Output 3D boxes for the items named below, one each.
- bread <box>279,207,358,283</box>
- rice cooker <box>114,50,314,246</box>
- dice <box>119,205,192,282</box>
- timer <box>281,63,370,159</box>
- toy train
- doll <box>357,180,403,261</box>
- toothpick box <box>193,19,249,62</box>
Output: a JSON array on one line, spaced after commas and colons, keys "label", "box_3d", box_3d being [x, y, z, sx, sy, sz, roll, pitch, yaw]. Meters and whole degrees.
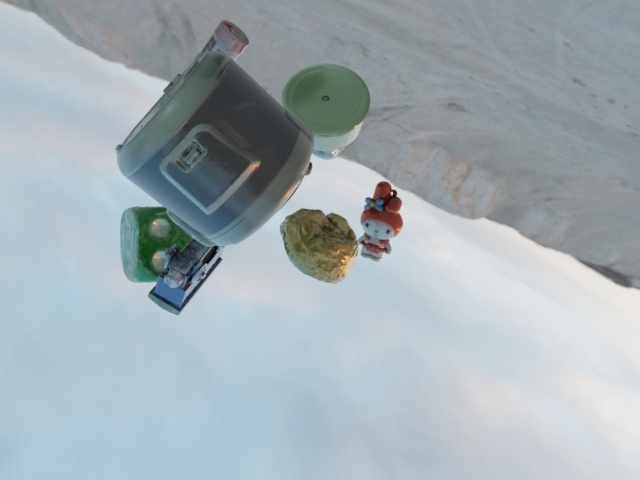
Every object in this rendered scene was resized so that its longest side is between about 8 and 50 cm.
[{"label": "bread", "box_3d": [0.000, 0.000, 1.442, 0.245, 0.134, 0.244, 26, -150, -16]}, {"label": "rice cooker", "box_3d": [-0.200, -0.167, 1.069, 0.325, 0.335, 0.335, 42, -168, -25]}, {"label": "dice", "box_3d": [-0.594, 0.011, 2.034, 0.297, 0.299, 0.287, -1, -179, -30]}, {"label": "timer", "box_3d": [0.021, -0.402, 1.845, 0.291, 0.290, 0.315, 30, 161, 14]}, {"label": "toy train", "box_3d": [-0.375, 0.065, 1.573, 0.131, 0.201, 0.299, 30, -139, 1]}, {"label": "doll", "box_3d": [0.222, -0.069, 1.931, 0.161, 0.290, 0.130, 19, -165, 15]}, {"label": "toothpick box", "box_3d": [-0.291, -0.554, 1.550, 0.098, 0.149, 0.098, 32, -146, -25]}]
